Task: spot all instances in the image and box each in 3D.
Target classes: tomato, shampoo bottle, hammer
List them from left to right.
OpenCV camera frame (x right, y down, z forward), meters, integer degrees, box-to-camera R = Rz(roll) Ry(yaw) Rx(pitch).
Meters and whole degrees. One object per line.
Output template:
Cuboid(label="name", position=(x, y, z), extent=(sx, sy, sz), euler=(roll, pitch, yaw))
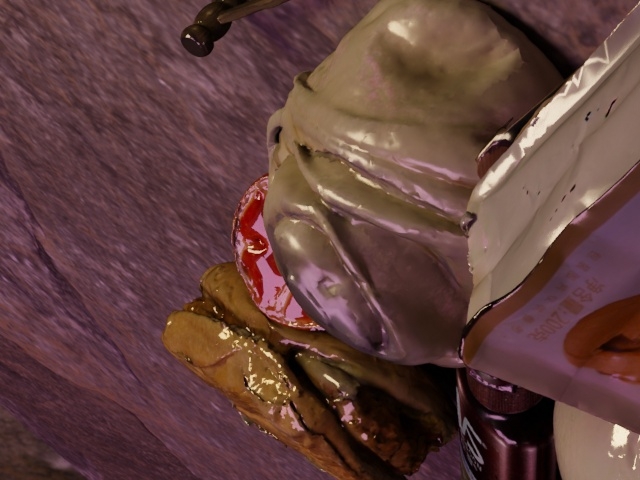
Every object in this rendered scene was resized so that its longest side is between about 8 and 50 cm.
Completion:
Cuboid(label="hammer", position=(-0.011, -0.184, 1.286), extent=(0.029, 0.058, 0.292), euler=(45, 153, -23))
Cuboid(label="tomato", position=(0.000, 0.000, 1.538), extent=(0.155, 0.069, 0.156), euler=(9, 114, 22))
Cuboid(label="shampoo bottle", position=(0.167, 0.172, 1.563), extent=(0.323, 0.084, 0.129), euler=(81, 167, -57))

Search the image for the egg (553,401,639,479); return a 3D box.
Cuboid(label="egg", position=(0.259, 0.169, 1.334), extent=(0.206, 0.162, 0.271), euler=(48, 155, -17))

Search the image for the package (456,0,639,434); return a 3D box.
Cuboid(label="package", position=(0.219, -0.061, 0.887), extent=(0.221, 0.165, 0.311), euler=(21, 126, -31))

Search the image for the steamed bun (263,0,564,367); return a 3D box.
Cuboid(label="steamed bun", position=(0.071, -0.017, 1.246), extent=(0.268, 0.207, 0.280), euler=(43, 155, -3))

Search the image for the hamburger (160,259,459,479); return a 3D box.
Cuboid(label="hamburger", position=(-0.005, 0.132, 1.669), extent=(0.283, 0.144, 0.259), euler=(35, 170, 37))
